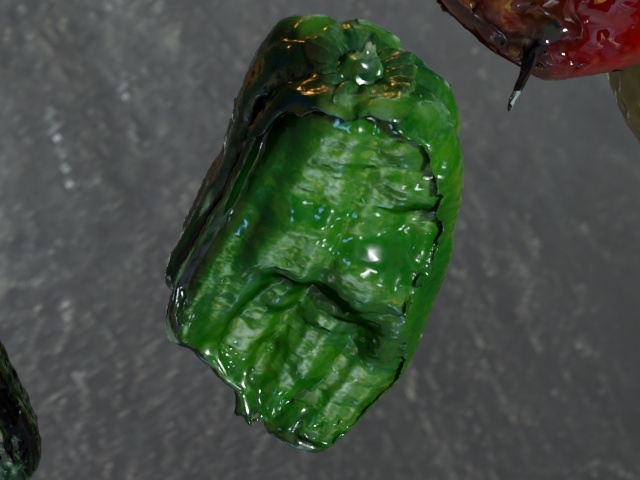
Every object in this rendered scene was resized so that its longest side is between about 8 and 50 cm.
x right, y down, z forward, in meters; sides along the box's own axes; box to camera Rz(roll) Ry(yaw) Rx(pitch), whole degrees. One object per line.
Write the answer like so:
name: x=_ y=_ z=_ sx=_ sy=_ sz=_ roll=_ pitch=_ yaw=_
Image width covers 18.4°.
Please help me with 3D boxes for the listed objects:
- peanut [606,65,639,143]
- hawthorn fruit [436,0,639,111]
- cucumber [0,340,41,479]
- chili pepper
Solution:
peanut: x=0.336 y=-0.121 z=1.612 sx=0.340 sy=0.174 sz=0.158 roll=57 pitch=-7 yaw=16
hawthorn fruit: x=0.118 y=-0.155 z=0.921 sx=0.181 sy=0.181 sz=0.235 roll=42 pitch=60 yaw=-19
cucumber: x=-0.176 y=0.031 z=0.876 sx=0.058 sy=0.052 sz=0.215 roll=-110 pitch=179 yaw=-62
chili pepper: x=-0.003 y=-0.007 z=1.572 sx=0.213 sy=0.385 sz=0.167 roll=16 pitch=36 yaw=0
